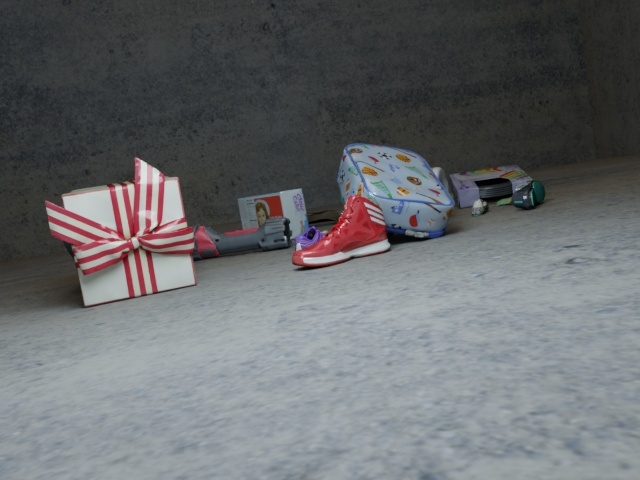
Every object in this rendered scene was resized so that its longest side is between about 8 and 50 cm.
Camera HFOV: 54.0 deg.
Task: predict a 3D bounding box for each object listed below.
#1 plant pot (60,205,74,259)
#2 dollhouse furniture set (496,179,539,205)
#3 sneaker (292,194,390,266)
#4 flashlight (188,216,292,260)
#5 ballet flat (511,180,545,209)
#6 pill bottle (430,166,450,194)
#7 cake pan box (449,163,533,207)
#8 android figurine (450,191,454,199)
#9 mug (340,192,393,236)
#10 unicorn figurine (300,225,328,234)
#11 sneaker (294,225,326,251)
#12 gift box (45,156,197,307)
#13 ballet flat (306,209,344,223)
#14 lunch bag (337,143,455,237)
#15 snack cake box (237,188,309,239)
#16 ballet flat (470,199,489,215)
[{"bbox_3d":[-0.492,0.000,1.557,0.293,0.196,0.293,-8,1,0],"label":"plant pot"},{"bbox_3d":[0.614,-0.148,1.926,0.151,0.059,0.076,-13,6,-30],"label":"dollhouse furniture set"},{"bbox_3d":[0.035,-0.023,1.282,0.221,0.128,0.087,-12,6,-29],"label":"sneaker"},{"bbox_3d":[-0.232,-0.011,1.753,0.304,0.103,0.103,-10,3,11],"label":"flashlight"},{"bbox_3d":[0.566,-0.124,1.730,0.074,0.074,0.203,-6,9,30],"label":"ballet flat"},{"bbox_3d":[0.228,-0.121,1.827,0.271,0.152,0.152,-6,7,24],"label":"pill bottle"},{"bbox_3d":[0.573,-0.185,2.133,0.245,0.070,0.267,-10,17,9],"label":"cake pan box"},{"bbox_3d":[0.619,-0.193,2.381,0.248,0.056,0.273,-9,5,5],"label":"android figurine"},{"bbox_3d":[0.132,-0.072,1.573,0.129,0.097,0.158,-5,36,-26],"label":"mug"},{"bbox_3d":[-0.015,0.003,1.525,0.111,0.060,0.162,-12,-10,-23],"label":"unicorn figurine"},{"bbox_3d":[0.000,0.000,1.408,0.068,0.071,0.170,-6,6,30],"label":"sneaker"},{"bbox_3d":[-0.408,-0.025,1.304,0.255,0.277,0.258,-16,13,-16],"label":"gift box"},{"bbox_3d":[0.007,-0.077,2.297,0.249,0.058,0.084,0,-13,26],"label":"ballet flat"},{"bbox_3d":[0.175,-0.116,1.463,0.243,0.115,0.303,7,32,-16],"label":"lunch bag"},{"bbox_3d":[-0.156,-0.079,2.038,0.089,0.152,0.264,-13,7,-37],"label":"snack cake box"},{"bbox_3d":[0.447,-0.095,1.773,0.041,0.041,0.114,-6,7,28],"label":"ballet flat"}]
